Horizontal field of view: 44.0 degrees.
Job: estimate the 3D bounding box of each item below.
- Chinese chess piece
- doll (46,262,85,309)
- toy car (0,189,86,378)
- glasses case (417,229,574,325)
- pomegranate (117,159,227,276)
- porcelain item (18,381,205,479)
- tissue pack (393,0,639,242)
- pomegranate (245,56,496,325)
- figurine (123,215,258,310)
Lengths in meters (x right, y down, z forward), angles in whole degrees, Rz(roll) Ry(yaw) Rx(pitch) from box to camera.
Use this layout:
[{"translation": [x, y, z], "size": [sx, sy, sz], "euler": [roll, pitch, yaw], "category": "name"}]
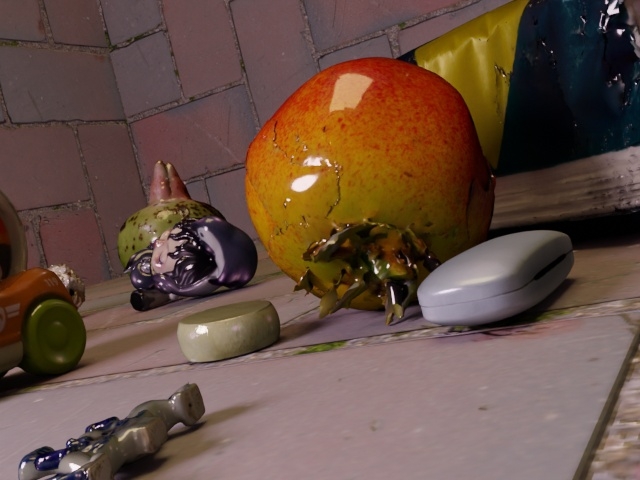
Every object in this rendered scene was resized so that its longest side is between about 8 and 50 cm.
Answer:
[{"translation": [-0.074, 0.073, 0.639], "size": [0.084, 0.034, 0.084], "euler": [-12, 4, 1], "category": "Chinese chess piece"}, {"translation": [-0.536, 0.112, 1.429], "size": [0.221, 0.105, 0.115], "euler": [-14, -35, -22], "category": "doll"}, {"translation": [-0.351, 0.043, 0.736], "size": [0.145, 0.235, 0.235], "euler": [-13, 3, 30], "category": "toy car"}, {"translation": [0.123, 0.023, 0.535], "size": [0.067, 0.045, 0.178], "euler": [-12, 3, 31], "category": "glasses case"}, {"translation": [-0.272, -0.025, 1.454], "size": [0.214, 0.248, 0.214], "euler": [-11, -4, -1], "category": "pomegranate"}, {"translation": [-0.109, 0.101, 0.372], "size": [0.075, 0.021, 0.136], "euler": [-18, 1, 11], "category": "porcelain item"}, {"translation": [0.270, -0.133, 0.854], "size": [0.264, 0.254, 0.416], "euler": [-15, 5, -27], "category": "tissue pack"}, {"translation": [0.040, -0.038, 0.648], "size": [0.210, 0.210, 0.235], "euler": [-13, 35, 14], "category": "pomegranate"}, {"translation": [-0.200, 0.039, 1.247], "size": [0.222, 0.145, 0.145], "euler": [-25, -5, 37], "category": "figurine"}]
